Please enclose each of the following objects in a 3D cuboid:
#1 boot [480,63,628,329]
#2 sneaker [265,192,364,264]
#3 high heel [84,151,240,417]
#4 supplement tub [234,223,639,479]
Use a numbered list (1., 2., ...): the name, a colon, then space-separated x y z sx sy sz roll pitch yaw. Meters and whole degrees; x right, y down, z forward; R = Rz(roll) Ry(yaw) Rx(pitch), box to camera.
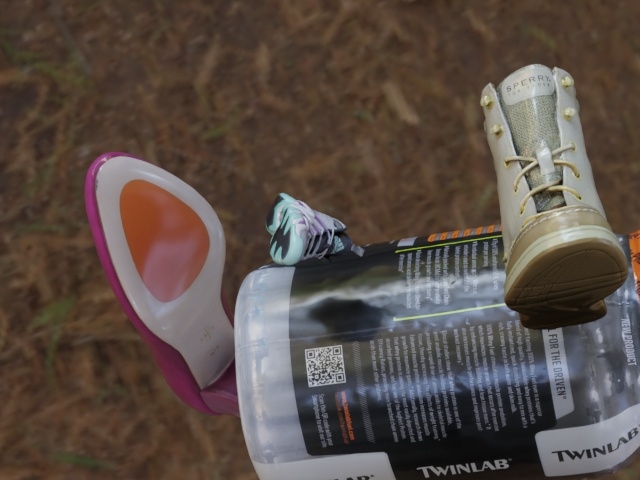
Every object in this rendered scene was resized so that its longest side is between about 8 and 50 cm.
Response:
1. boot: 0.146 -0.037 1.072 0.213 0.077 0.165 59 23 -76
2. sneaker: 0.000 0.000 1.176 0.069 0.038 0.098 23 19 -13
3. high heel: -0.163 0.047 1.617 0.127 0.181 0.377 -45 130 -23
4. supplement tub: 0.117 0.094 1.299 0.207 0.338 0.207 -8 90 -77
